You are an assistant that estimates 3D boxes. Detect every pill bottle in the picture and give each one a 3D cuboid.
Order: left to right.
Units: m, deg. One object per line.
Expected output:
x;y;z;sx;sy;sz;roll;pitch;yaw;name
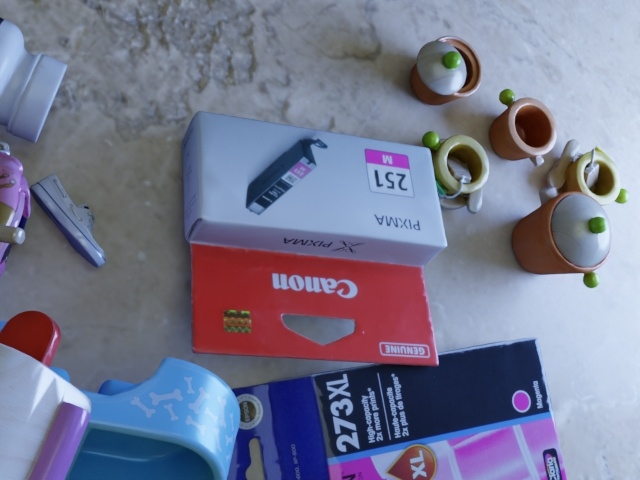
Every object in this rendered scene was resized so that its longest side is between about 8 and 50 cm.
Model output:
-0.333;-0.162;0.783;0.193;0.108;0.108;23;70;-18;pill bottle

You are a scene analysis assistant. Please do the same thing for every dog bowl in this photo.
-0.209;0.165;0.729;0.297;0.166;0.074;16;34;-21;dog bowl

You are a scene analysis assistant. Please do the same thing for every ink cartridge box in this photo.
0.000;0.000;0.894;0.275;0.060;0.239;6;59;-23;ink cartridge box
0.083;0.213;0.916;0.370;0.069;0.176;-6;81;-23;ink cartridge box

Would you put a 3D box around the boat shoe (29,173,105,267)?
-0.233;-0.021;0.839;0.035;0.035;0.100;-40;89;-23;boat shoe

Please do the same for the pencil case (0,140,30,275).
-0.428;-0.070;0.694;0.386;0.160;0.167;29;47;-15;pencil case

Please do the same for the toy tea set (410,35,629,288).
0.234;-0.099;1.016;0.336;0.124;0.200;34;67;-14;toy tea set

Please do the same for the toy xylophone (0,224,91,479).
-0.299;0.088;0.564;0.322;0.081;0.236;15;62;19;toy xylophone
